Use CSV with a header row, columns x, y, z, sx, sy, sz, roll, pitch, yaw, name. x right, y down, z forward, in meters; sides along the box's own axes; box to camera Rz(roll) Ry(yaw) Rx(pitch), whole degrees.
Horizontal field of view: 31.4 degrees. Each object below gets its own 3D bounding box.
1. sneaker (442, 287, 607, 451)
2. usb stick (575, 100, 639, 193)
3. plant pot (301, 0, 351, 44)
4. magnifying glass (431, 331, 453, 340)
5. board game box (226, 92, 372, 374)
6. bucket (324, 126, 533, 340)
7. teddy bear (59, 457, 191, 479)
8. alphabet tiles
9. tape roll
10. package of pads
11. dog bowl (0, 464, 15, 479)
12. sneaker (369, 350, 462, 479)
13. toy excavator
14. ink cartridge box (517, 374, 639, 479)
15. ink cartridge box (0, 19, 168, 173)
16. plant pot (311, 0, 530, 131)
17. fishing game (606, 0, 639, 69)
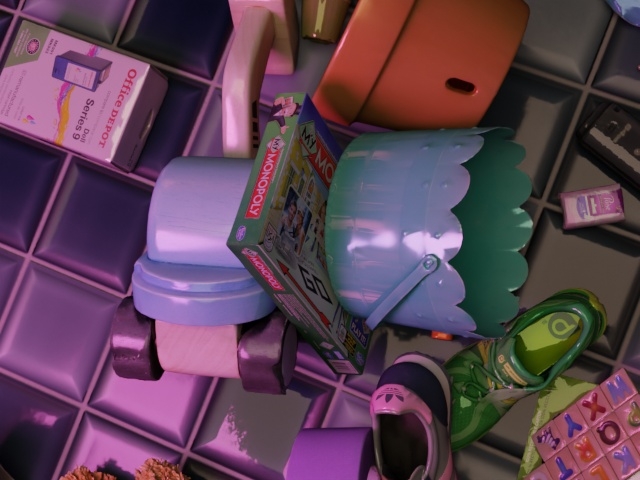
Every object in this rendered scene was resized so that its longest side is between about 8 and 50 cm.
x,y,z,sx,sy,sz,roll,pitch,yaw,name
0.233,0.161,1.457,0.295,0.123,0.109,-42,77,11,sneaker
0.459,-0.075,1.484,0.278,0.045,0.077,41,93,13,usb stick
0.005,-0.317,1.587,0.083,0.083,0.079,9,92,12,plant pot
0.179,0.019,1.542,0.092,0.026,0.231,7,83,13,magnifying glass
0.000,0.000,1.399,0.046,0.317,0.213,1,58,27,board game box
0.137,-0.012,1.405,0.183,0.281,0.281,4,84,27,bucket
-0.219,0.413,1.529,0.338,0.113,0.245,25,91,13,teddy bear
0.334,0.305,1.413,0.237,0.009,0.198,-44,51,26,alphabet tiles
0.024,0.369,1.401,0.090,0.275,0.274,-3,83,11,tape roll
0.360,-0.044,1.507,0.083,0.032,0.050,-9,85,10,package of pads
-0.539,0.401,1.487,0.102,0.349,0.348,22,88,25,dog bowl
0.116,0.308,1.421,0.112,0.131,0.319,-6,106,28,sneaker
-0.106,-0.079,1.489,0.222,0.433,0.445,6,113,12,toy excavator
0.386,0.284,1.431,0.255,0.097,0.188,14,87,12,ink cartridge box
-0.348,-0.206,1.636,0.212,0.093,0.154,22,87,11,ink cartridge box
0.134,-0.256,1.468,0.203,0.291,0.291,25,89,-4,plant pot
0.463,-0.372,1.523,0.189,0.041,0.264,-22,88,8,fishing game
